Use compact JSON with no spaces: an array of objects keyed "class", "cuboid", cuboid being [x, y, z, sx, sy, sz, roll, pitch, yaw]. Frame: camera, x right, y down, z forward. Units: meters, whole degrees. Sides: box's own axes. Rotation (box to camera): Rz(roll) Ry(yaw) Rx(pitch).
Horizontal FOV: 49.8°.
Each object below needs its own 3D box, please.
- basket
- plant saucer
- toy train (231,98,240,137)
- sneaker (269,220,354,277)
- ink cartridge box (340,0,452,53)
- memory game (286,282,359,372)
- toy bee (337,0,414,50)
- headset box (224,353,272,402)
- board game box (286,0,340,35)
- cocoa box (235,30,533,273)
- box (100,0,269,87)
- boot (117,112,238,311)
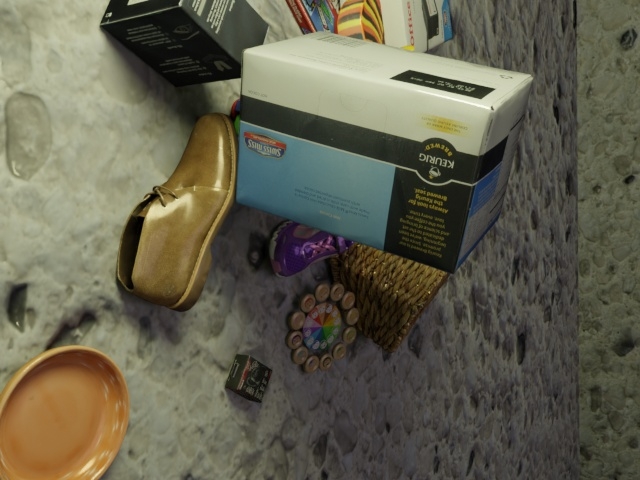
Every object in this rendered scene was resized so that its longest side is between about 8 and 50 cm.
[{"class":"basket","cuboid":[0.151,0.071,1.518,0.299,0.223,0.213,-46,164,-43]},{"class":"plant saucer","cuboid":[-0.335,0.233,0.884,0.200,0.037,0.200,-5,97,-54]},{"class":"toy train","cuboid":[-0.065,-0.142,1.197,0.248,0.105,0.143,18,89,-56]},{"class":"sneaker","cuboid":[0.000,0.000,1.289,0.236,0.104,0.095,-31,119,-49]},{"class":"ink cartridge box","cuboid":[0.161,-0.499,1.427,0.307,0.129,0.223,-41,127,-55]},{"class":"memory game","cuboid":[0.008,0.170,1.352,0.186,0.012,0.186,-12,109,-38]},{"class":"toy bee","cuboid":[0.091,-0.296,1.255,0.298,0.195,0.162,59,37,-1]},{"class":"headset box","cuboid":[-0.126,0.237,1.190,0.083,0.032,0.062,43,58,-47]},{"class":"board game box","cuboid":[-0.016,-0.476,1.293,0.281,0.027,0.145,56,48,-41]},{"class":"cocoa box","cuboid":[0.085,-0.139,0.974,0.231,0.347,0.228,-37,140,-54]},{"class":"box","cuboid":[-0.184,-0.298,0.953,0.158,0.156,0.093,38,61,-50]},{"class":"boot","cuboid":[-0.203,-0.057,1.000,0.115,0.112,0.305,24,75,-42]}]
